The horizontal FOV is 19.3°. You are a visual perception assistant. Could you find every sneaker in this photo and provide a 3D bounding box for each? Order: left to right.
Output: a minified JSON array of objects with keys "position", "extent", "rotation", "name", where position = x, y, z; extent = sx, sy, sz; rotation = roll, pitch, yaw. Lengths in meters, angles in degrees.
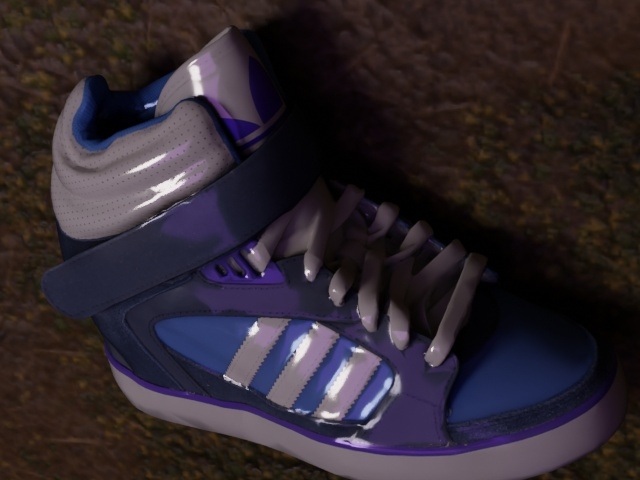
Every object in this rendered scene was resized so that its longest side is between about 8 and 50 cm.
[{"position":[0.000,0.000,1.019],"extent":[0.322,0.130,0.236],"rotation":[7,129,23],"name":"sneaker"}]
